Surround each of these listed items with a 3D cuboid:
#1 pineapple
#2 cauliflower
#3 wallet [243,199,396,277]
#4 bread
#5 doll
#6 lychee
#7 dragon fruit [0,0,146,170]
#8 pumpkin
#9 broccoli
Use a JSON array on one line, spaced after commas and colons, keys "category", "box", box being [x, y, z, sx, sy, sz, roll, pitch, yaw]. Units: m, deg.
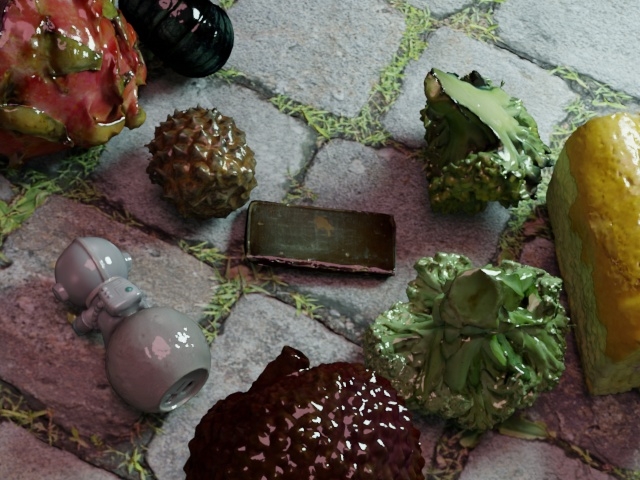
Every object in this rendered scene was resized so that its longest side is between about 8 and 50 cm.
[{"category": "pineapple", "box": [-0.184, -0.127, 1.842, 0.166, 0.166, 0.193, -12, 52, -15]}, {"category": "cauliflower", "box": [0.213, 0.120, 1.684, 0.272, 0.250, 0.275, 24, 63, 9]}, {"category": "wallet", "box": [0.000, 0.000, 1.858, 0.232, 0.031, 0.122, 7, 53, -6]}, {"category": "bread", "box": [0.448, 0.018, 1.789, 0.165, 0.237, 0.375, -1, 58, -11]}, {"category": "doll", "box": [-0.271, 0.104, 1.691, 0.151, 0.151, 0.287, -31, 64, -24]}, {"category": "lychee", "box": [-0.016, 0.294, 1.518, 0.306, 0.306, 0.330, -13, 84, -16]}, {"category": "dragon fruit", "box": [-0.382, -0.239, 1.825, 0.262, 0.314, 0.296, 18, 76, -25]}, {"category": "pumpkin", "box": [-0.231, -0.344, 1.949, 0.140, 0.202, 0.202, -46, 71, 3]}, {"category": "broccoli", "box": [0.208, -0.145, 1.878, 0.273, 0.180, 0.242, 20, 43, -38]}]
